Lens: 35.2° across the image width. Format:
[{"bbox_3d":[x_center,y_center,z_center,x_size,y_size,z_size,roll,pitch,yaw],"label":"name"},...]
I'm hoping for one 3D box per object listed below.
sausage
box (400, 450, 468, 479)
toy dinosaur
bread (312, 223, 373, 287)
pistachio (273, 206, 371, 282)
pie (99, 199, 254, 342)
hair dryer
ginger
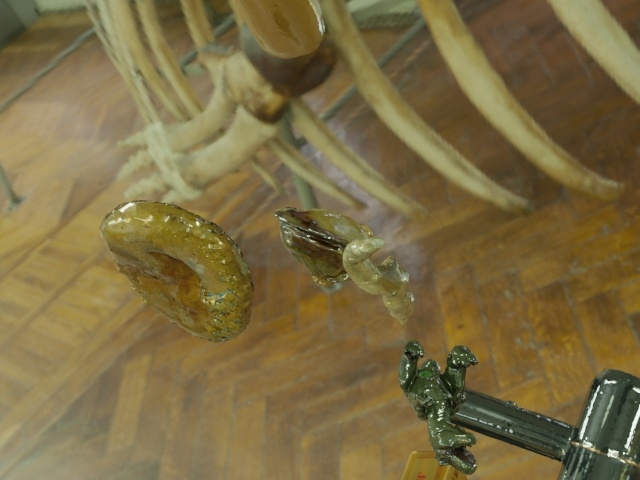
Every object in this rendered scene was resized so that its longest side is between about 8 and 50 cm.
[{"bbox_3d":[-0.073,-0.406,1.726,0.134,0.354,0.116,-14,65,10],"label":"sausage"},{"bbox_3d":[0.186,0.460,1.461,0.076,0.274,0.174,-7,35,32],"label":"box"},{"bbox_3d":[0.119,0.204,1.131,0.087,0.179,0.187,9,34,-3],"label":"toy dinosaur"},{"bbox_3d":[0.045,0.030,2.041,0.157,0.044,0.052,-49,34,1],"label":"bread"},{"bbox_3d":[0.000,0.000,1.927,0.130,0.210,0.165,-59,6,-9],"label":"pistachio"},{"bbox_3d":[-0.195,0.041,1.379,0.273,0.273,0.069,3,47,46],"label":"pie"},{"bbox_3d":[0.268,0.228,1.337,0.352,0.107,0.189,17,79,32],"label":"hair dryer"},{"bbox_3d":[0.102,0.058,1.596,0.075,0.288,0.089,3,66,24],"label":"ginger"}]
